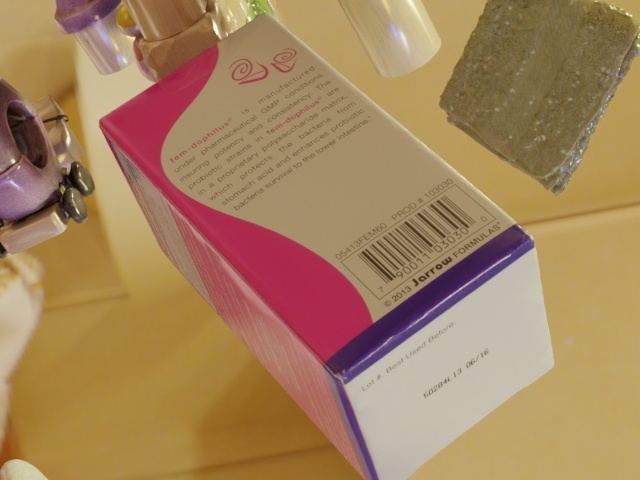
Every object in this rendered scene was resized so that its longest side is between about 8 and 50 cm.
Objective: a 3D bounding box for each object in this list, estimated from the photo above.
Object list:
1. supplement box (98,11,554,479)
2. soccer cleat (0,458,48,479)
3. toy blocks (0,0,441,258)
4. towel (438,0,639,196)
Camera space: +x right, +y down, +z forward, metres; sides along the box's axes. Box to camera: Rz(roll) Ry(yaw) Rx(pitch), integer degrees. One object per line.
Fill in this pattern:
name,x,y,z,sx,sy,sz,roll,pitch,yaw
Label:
supplement box,0.000,0.000,0.742,0.220,0.111,0.114,46,-16,37
soccer cleat,-0.086,0.109,0.536,0.083,0.035,0.029,54,27,20
toy blocks,-0.117,-0.210,0.905,0.260,0.309,0.289,58,15,-30
towel,0.143,-0.110,0.982,0.027,0.110,0.148,-37,157,-44
